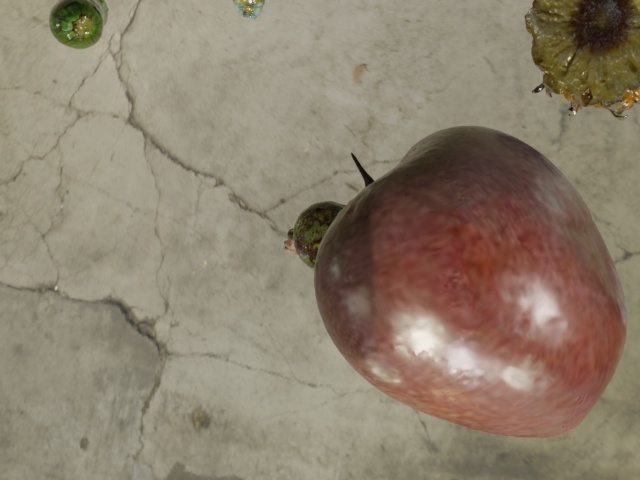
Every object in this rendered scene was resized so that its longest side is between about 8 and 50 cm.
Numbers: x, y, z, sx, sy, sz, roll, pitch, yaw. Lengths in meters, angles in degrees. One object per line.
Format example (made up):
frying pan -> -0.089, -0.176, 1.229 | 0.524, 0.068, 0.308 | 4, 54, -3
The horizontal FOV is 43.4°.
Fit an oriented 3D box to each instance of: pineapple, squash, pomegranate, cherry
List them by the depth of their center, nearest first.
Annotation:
cherry -> 0.130, 0.038, 0.676 | 0.307, 0.261, 0.221 | 50, 131, -1
pineapple -> 0.302, -0.230, 0.858 | 0.047, 0.221, 0.221 | -5, 113, -44
squash -> -0.331, -0.306, 1.106 | 0.077, 0.219, 0.068 | -27, 115, 3
pomegranate -> 0.007, -0.010, 1.379 | 0.138, 0.163, 0.125 | 29, 92, -42

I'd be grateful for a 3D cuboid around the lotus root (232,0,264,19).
lotus root -> -0.136, -0.544, 1.421 | 0.140, 0.158, 0.322 | -17, 133, 4
